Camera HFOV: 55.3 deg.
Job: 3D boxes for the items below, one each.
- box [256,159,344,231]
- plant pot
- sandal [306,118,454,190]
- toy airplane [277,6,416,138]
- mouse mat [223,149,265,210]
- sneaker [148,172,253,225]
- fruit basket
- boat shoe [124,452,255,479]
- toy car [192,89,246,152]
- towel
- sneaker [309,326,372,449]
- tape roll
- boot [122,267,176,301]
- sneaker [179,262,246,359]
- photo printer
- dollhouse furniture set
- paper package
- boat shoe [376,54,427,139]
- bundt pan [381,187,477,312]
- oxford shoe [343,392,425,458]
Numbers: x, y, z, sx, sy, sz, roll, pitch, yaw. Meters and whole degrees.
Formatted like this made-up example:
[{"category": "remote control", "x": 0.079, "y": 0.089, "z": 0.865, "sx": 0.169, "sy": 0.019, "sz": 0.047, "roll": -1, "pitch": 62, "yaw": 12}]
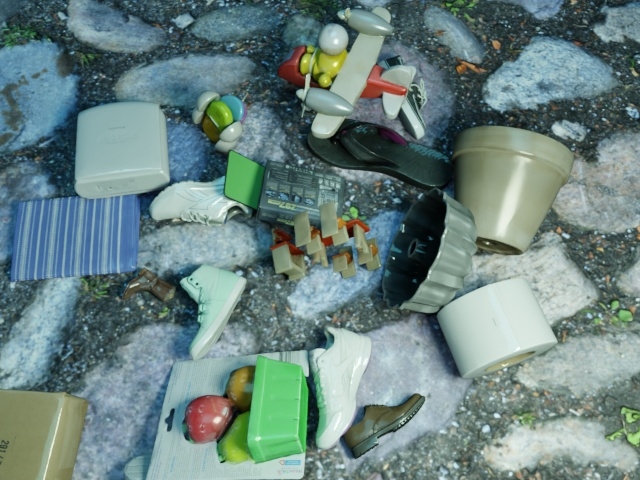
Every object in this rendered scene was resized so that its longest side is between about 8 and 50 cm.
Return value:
[{"category": "box", "x": -0.052, "y": -0.120, "z": 1.702, "sx": 0.233, "sy": 0.059, "sz": 0.183, "roll": 11, "pitch": 50, "yaw": -9}, {"category": "plant pot", "x": 0.490, "y": -0.118, "z": 1.661, "sx": 0.323, "sy": 0.323, "sz": 0.280, "roll": 16, "pitch": 83, "yaw": 5}, {"category": "sandal", "x": 0.180, "y": -0.278, "z": 1.802, "sx": 0.446, "sy": 0.107, "sz": 0.167, "roll": 15, "pitch": 65, "yaw": 5}, {"category": "toy airplane", "x": 0.083, "y": -0.498, "z": 1.755, "sx": 0.384, "sy": 0.272, "sz": 0.386, "roll": -26, "pitch": 52, "yaw": 2}, {"category": "mouse mat", "x": -0.190, "y": -0.157, "z": 1.718, "sx": 0.190, "sy": 0.007, "sz": 0.152, "roll": 25, "pitch": 57, "yaw": -38}, {"category": "sneaker", "x": -0.325, "y": -0.099, "z": 1.698, "sx": 0.297, "sy": 0.111, "sz": 0.129, "roll": -14, "pitch": 71, "yaw": -8}, {"category": "fruit basket", "x": -0.203, "y": 0.412, "z": 1.429, "sx": 0.353, "sy": 0.165, "sz": 0.327, "roll": -10, "pitch": 43, "yaw": 10}, {"category": "boat shoe", "x": -0.298, "y": 0.563, "z": 1.390, "sx": 0.302, "sy": 0.094, "sz": 0.109, "roll": 8, "pitch": 26, "yaw": 6}, {"category": "toy car", "x": -0.278, "y": -0.359, "z": 1.783, "sx": 0.136, "sy": 0.182, "sz": 0.159, "roll": -38, "pitch": 90, "yaw": -24}, {"category": "towel", "x": -0.668, "y": -0.011, "z": 1.682, "sx": 0.336, "sy": 0.040, "sz": 0.243, "roll": -5, "pitch": 67, "yaw": -3}, {"category": "sneaker", "x": 0.022, "y": 0.352, "z": 1.487, "sx": 0.152, "sy": 0.114, "sz": 0.305, "roll": 26, "pitch": 56, "yaw": -10}, {"category": "tape roll", "x": 0.431, "y": 0.221, "z": 1.507, "sx": 0.246, "sy": 0.246, "sz": 0.169, "roll": -15, "pitch": 67, "yaw": -10}, {"category": "boot", "x": -0.451, "y": 0.138, "z": 1.619, "sx": 0.114, "sy": 0.037, "sz": 0.106, "roll": 31, "pitch": 70, "yaw": 6}, {"category": "sneaker", "x": -0.311, "y": 0.176, "z": 1.572, "sx": 0.151, "sy": 0.094, "sz": 0.255, "roll": 25, "pitch": 56, "yaw": 2}, {"category": "photo printer", "x": -0.566, "y": -0.274, "z": 1.747, "sx": 0.256, "sy": 0.107, "sz": 0.307, "roll": -8, "pitch": 56, "yaw": -6}, {"category": "dollhouse furniture set", "x": 0.000, "y": 0.000, "z": 1.598, "sx": 0.259, "sy": 0.262, "sz": 0.135, "roll": -19, "pitch": 61, "yaw": 23}, {"category": "paper package", "x": -0.721, "y": 0.500, "z": 1.362, "sx": 0.310, "sy": 0.168, "sz": 0.324, "roll": 4, "pitch": 65, "yaw": 1}, {"category": "boat shoe", "x": 0.273, "y": -0.448, "z": 1.885, "sx": 0.105, "sy": 0.113, "sz": 0.306, "roll": -23, "pitch": 58, "yaw": 3}, {"category": "bundt pan", "x": 0.285, "y": 0.040, "z": 1.556, "sx": 0.124, "sy": 0.331, "sz": 0.330, "roll": 21, "pitch": 64, "yaw": -14}, {"category": "oxford shoe", "x": 0.155, "y": 0.426, "z": 1.487, "sx": 0.227, "sy": 0.082, "sz": 0.096, "roll": -28, "pitch": 65, "yaw": -16}]
